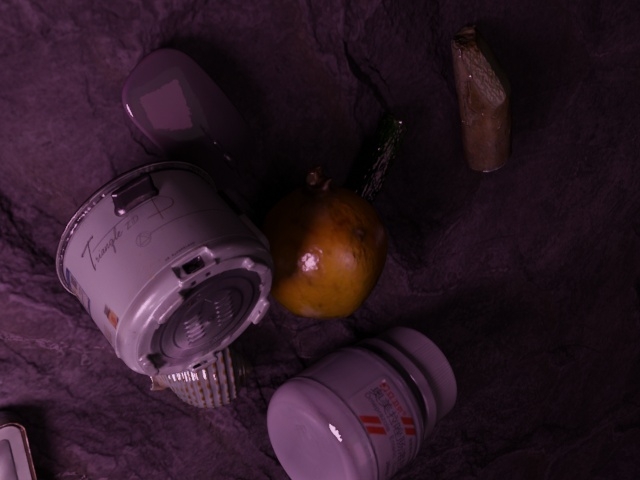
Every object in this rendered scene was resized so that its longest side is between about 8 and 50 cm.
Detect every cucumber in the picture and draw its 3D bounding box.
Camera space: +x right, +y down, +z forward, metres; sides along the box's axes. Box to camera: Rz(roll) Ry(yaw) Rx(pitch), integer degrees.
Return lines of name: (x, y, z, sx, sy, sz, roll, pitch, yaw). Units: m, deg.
cucumber: (0.092, -0.126, 1.244, 0.058, 0.058, 0.187, 21, 96, -46)

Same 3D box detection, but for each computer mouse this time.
computer mouse: (-0.171, -0.156, 0.989, 0.120, 0.057, 0.232, -49, 135, -11)

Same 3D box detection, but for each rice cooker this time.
rice cooker: (-0.200, 0.030, 0.938, 0.241, 0.227, 0.281, -35, 152, -19)

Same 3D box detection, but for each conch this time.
conch: (-0.180, 0.201, 1.137, 0.153, 0.102, 0.135, -2, 97, -41)

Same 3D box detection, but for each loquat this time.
loquat: (0.000, 0.000, 1.127, 0.213, 0.213, 0.246, -25, 125, -31)

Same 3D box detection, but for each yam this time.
yam: (0.302, -0.262, 1.341, 0.106, 0.106, 0.259, -35, 132, -24)

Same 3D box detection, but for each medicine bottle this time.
medicine bottle: (0.082, 0.309, 1.323, 0.306, 0.245, 0.245, -27, 127, -39)

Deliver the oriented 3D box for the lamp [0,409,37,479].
lamp: (-0.511, 0.383, 0.960, 0.269, 0.047, 0.267, -20, 123, -34)
